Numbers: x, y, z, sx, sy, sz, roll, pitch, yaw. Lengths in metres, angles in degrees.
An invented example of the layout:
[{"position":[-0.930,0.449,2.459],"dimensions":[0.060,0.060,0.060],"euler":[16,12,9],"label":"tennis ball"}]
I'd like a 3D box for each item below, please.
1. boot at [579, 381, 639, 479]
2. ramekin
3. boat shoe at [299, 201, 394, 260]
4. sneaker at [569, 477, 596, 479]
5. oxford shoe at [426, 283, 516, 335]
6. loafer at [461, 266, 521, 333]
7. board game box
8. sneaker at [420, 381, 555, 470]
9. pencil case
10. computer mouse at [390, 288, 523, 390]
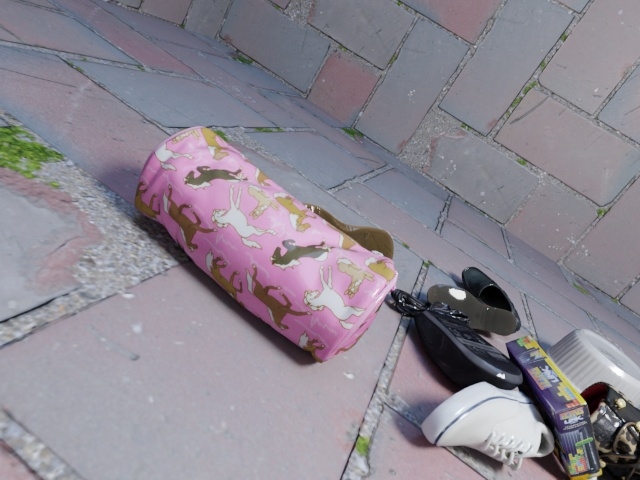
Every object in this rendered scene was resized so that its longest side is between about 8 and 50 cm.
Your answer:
[{"position":[0.516,0.371,0.652],"dimensions":[0.284,0.138,0.377],"euler":[43,20,23],"label":"boot"},{"position":[0.624,0.295,0.999],"dimensions":[0.207,0.109,0.207],"euler":[28,22,-12],"label":"ramekin"},{"position":[0.000,0.000,0.826],"dimensions":[0.302,0.109,0.098],"euler":[11,-7,-35],"label":"boat shoe"},{"position":[0.392,0.354,0.665],"dimensions":[0.037,0.032,0.083],"euler":[32,21,0],"label":"sneaker"},{"position":[0.314,0.154,0.967],"dimensions":[0.212,0.076,0.076],"euler":[25,-7,-12],"label":"oxford shoe"},{"position":[0.414,0.131,1.088],"dimensions":[0.223,0.076,0.078],"euler":[-111,178,-54],"label":"loafer"},{"position":[0.359,0.256,0.695],"dimensions":[0.170,0.048,0.141],"euler":[-92,160,-70],"label":"board game box"},{"position":[0.241,0.254,0.595],"dimensions":[0.258,0.094,0.091],"euler":[13,27,-38],"label":"sneaker"},{"position":[-0.082,-0.005,0.627],"dimensions":[0.386,0.160,0.167],"euler":[37,23,13],"label":"pencil case"},{"position":[0.236,0.187,0.777],"dimensions":[0.188,0.072,0.272],"euler":[21,12,-21],"label":"computer mouse"}]
